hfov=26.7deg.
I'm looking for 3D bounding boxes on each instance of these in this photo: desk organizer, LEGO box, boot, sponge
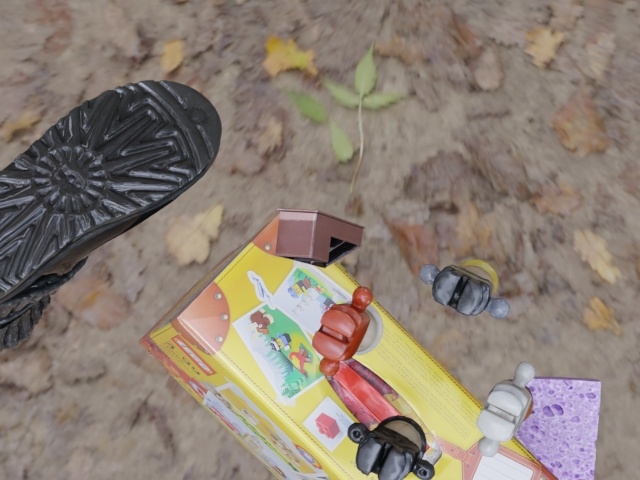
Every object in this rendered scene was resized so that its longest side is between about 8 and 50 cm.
[{"bbox_3d":[0.000,0.000,1.446,0.047,0.130,0.050,4,84,25],"label":"desk organizer"},{"bbox_3d":[0.027,0.225,1.747,0.500,0.372,0.193,45,74,-4],"label":"LEGO box"},{"bbox_3d":[-0.268,-0.022,1.444,0.348,0.260,0.131,-32,81,-16],"label":"boot"},{"bbox_3d":[0.314,0.289,1.825,0.117,0.031,0.210,3,94,1],"label":"sponge"}]

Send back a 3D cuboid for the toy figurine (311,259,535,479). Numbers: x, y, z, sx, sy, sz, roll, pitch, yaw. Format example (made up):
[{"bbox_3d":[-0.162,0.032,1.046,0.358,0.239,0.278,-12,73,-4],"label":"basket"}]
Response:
[{"bbox_3d":[0.112,0.134,1.398,0.210,0.148,0.213,-23,84,12],"label":"toy figurine"}]
